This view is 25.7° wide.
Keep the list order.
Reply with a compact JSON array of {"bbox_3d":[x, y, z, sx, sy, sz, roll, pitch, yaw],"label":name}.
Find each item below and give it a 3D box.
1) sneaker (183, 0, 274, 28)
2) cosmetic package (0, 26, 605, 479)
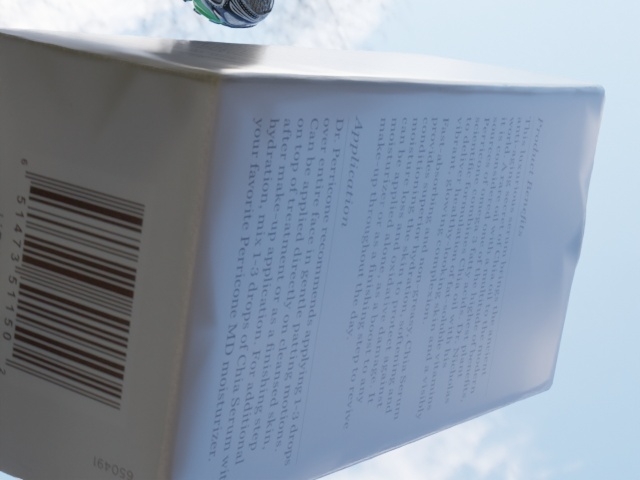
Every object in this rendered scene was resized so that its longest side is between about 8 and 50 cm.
[{"bbox_3d":[-0.063,-0.340,1.229,0.146,0.343,0.134,15,-142,18],"label":"sneaker"},{"bbox_3d":[0.000,0.000,0.859,0.161,0.453,0.230,15,-78,32],"label":"cosmetic package"}]
